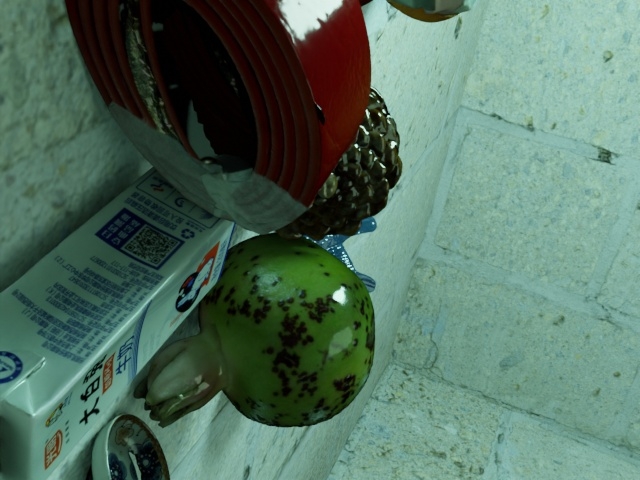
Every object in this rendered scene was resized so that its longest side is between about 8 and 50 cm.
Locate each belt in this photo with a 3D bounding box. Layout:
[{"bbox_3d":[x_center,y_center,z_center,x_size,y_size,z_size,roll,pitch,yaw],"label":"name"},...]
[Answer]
[{"bbox_3d":[-0.075,-0.144,0.618,0.115,0.227,0.323,-58,144,-34],"label":"belt"}]

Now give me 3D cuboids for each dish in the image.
[{"bbox_3d":[-0.254,0.294,0.889,0.141,0.078,0.141,-23,90,-79],"label":"dish"}]

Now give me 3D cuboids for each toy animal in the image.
[{"bbox_3d":[0.000,0.000,1.266,0.255,0.239,0.176,-21,180,-16],"label":"toy animal"}]

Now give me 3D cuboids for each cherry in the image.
[{"bbox_3d":[-0.069,-0.180,0.809,0.115,0.148,0.188,-65,167,11],"label":"cherry"}]

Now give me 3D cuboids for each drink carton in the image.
[{"bbox_3d":[-0.203,0.064,0.669,0.315,0.107,0.130,-53,168,-47],"label":"drink carton"}]

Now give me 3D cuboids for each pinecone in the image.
[{"bbox_3d":[0.000,-0.127,0.986,0.272,0.224,0.224,-85,-174,-61],"label":"pinecone"}]

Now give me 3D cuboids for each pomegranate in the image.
[{"bbox_3d":[-0.093,0.147,0.994,0.341,0.285,0.285,-22,141,-26],"label":"pomegranate"}]

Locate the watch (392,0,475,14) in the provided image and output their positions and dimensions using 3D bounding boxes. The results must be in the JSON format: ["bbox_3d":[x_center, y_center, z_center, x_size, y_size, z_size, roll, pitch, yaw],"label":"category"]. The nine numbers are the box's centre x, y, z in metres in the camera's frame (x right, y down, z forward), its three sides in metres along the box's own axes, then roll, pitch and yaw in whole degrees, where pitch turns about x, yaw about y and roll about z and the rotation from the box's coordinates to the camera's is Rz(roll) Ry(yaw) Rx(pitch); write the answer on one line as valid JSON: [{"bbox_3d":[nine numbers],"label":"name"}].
[{"bbox_3d":[0.098,-0.415,0.899,0.161,0.241,0.253,80,31,-56],"label":"watch"}]

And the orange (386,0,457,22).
[{"bbox_3d":[0.184,-0.486,1.177,0.240,0.240,0.240,20,90,-76],"label":"orange"}]

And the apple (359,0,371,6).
[{"bbox_3d":[-0.018,-0.317,0.662,0.234,0.234,0.234,20,90,-76],"label":"apple"}]
